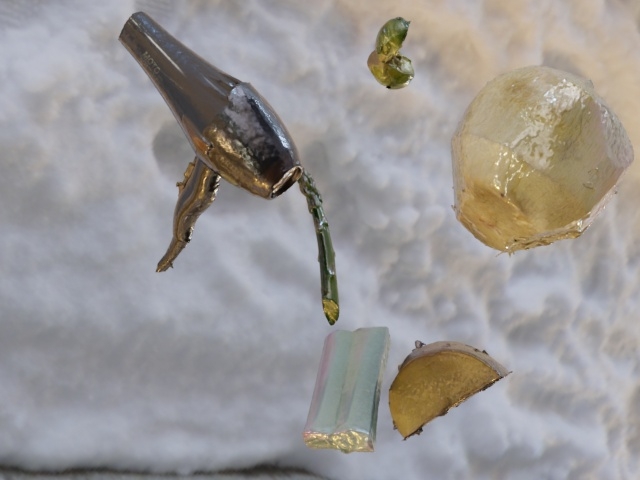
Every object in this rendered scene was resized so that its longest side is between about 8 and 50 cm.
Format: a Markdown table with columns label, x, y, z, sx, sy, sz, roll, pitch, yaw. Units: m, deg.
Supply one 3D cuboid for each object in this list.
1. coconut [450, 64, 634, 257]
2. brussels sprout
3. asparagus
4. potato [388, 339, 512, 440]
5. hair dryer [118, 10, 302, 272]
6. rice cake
| label | x | y | z | sx | sy | sz | roll | pitch | yaw |
| --- | --- | --- | --- | --- | --- | --- | --- | --- | --- |
| coconut | 0.222 | -0.090 | 1.116 | 0.194 | 0.194 | 0.194 | -25 | 130 | -34 |
| brussels sprout | 0.077 | -0.203 | 1.191 | 0.051 | 0.046 | 0.083 | -25 | 134 | -17 |
| asparagus | 0.000 | 0.000 | 1.503 | 0.034 | 0.236 | 0.027 | -12 | 162 | 4 |
| potato | 0.140 | 0.137 | 1.198 | 0.101 | 0.089 | 0.172 | -23 | 164 | -43 |
| hair dryer | -0.189 | -0.092 | 1.441 | 0.120 | 0.304 | 0.359 | -33 | 159 | -46 |
| rice cake | 0.030 | 0.161 | 1.215 | 0.221 | 0.080 | 0.042 | -74 | 158 | -63 |
